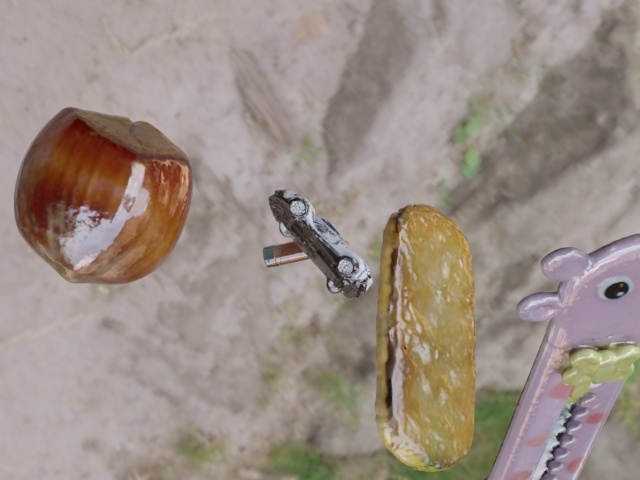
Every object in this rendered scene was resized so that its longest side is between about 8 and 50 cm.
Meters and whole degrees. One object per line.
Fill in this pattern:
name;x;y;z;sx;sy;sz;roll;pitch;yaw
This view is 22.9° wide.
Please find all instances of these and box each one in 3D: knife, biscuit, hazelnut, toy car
knife;0.172;0.119;1.093;0.132;0.038;0.399;-2;144;-10
biscuit;0.096;0.087;1.434;0.118;0.029;0.247;19;66;-41
hazelnut;-0.266;-0.051;1.918;0.212;0.181;0.181;23;113;-15
toy car;0.000;0.000;1.082;0.025;0.093;0.041;-38;176;-22

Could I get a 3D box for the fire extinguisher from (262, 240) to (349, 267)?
fire extinguisher;-0.014;0.009;1.560;0.083;0.022;0.028;-13;168;14
